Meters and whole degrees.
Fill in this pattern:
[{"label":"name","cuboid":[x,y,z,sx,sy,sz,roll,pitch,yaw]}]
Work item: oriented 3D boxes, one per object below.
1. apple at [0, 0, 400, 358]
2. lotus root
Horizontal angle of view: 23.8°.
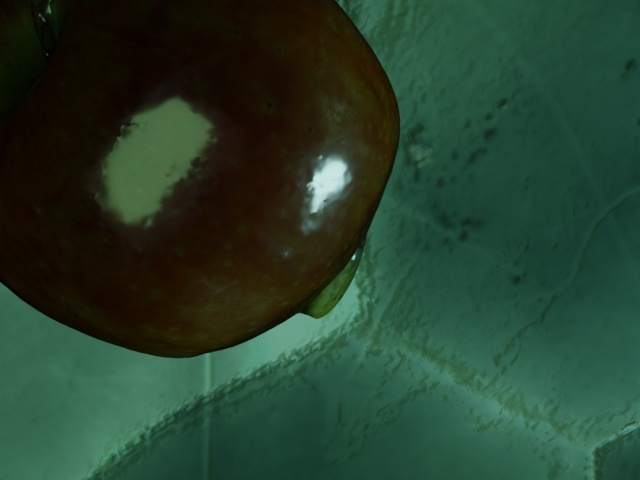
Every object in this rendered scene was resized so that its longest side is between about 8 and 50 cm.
[{"label":"apple","cuboid":[-0.074,-0.051,0.784,0.229,0.230,0.230,-3,112,-6]},{"label":"lotus root","cuboid":[0.000,0.000,0.896,0.054,0.049,0.099,19,109,-5]}]
